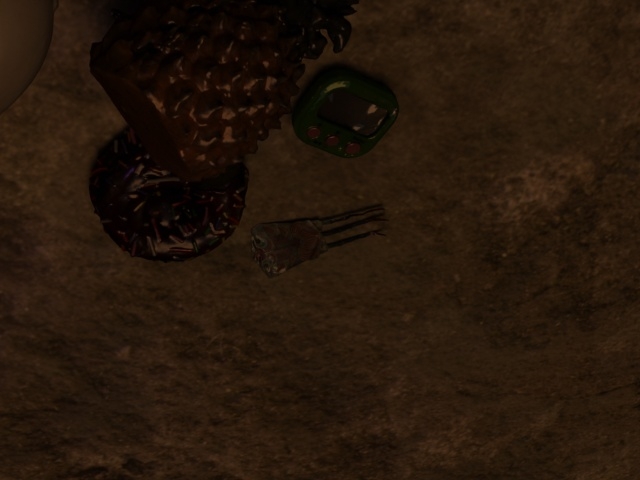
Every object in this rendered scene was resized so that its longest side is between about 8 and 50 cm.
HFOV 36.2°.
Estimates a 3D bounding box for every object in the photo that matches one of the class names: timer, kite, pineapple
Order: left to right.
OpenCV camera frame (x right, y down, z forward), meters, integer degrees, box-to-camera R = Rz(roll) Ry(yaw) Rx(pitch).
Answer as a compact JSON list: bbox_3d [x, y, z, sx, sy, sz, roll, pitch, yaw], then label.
[{"bbox_3d":[-0.084,-0.246,1.173,0.357,0.223,0.223,-42,137,-12],"label":"pineapple"},{"bbox_3d":[0.000,-0.002,1.591,0.229,0.016,0.127,-12,139,-3],"label":"kite"},{"bbox_3d":[0.036,-0.182,1.398,0.140,0.047,0.128,18,127,-33],"label":"timer"}]

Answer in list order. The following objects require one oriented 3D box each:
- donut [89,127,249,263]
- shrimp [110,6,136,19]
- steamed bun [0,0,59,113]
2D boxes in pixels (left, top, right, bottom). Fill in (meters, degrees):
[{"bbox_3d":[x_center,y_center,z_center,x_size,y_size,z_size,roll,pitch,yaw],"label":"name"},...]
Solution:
[{"bbox_3d":[-0.219,-0.055,1.400,0.216,0.096,0.230,-37,134,18],"label":"donut"},{"bbox_3d":[-0.210,-0.232,1.268,0.101,0.042,0.190,-24,138,16],"label":"shrimp"},{"bbox_3d":[-0.429,-0.218,0.927,0.309,0.309,0.309,-10,136,-10],"label":"steamed bun"}]
